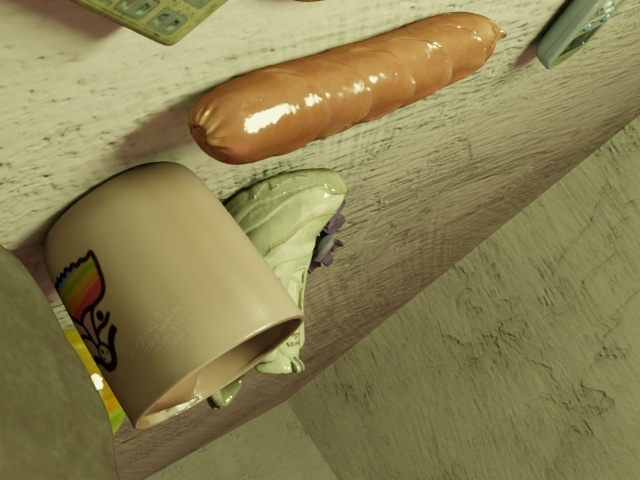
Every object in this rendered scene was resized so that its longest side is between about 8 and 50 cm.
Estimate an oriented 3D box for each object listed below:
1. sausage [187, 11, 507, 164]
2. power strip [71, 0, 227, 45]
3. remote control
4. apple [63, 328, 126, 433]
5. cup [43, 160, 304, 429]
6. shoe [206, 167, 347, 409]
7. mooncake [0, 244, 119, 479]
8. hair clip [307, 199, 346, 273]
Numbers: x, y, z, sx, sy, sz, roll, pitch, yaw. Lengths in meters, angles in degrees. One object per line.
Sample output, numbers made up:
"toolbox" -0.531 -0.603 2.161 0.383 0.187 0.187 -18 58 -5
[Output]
"sausage" 0.040 -0.156 1.061 0.433 0.088 0.088 -24 165 -40
"power strip" -0.117 -0.174 0.635 0.092 0.034 0.268 -36 169 12
"remote control" 0.358 -0.308 1.432 0.087 0.047 0.244 -32 169 -28
"apple" -0.297 0.187 1.305 0.147 0.163 0.146 -13 165 -30
"cup" -0.164 0.062 1.071 0.191 0.200 0.253 -25 164 -42
"shoe" -0.068 0.065 1.340 0.342 0.210 0.132 -40 168 24
"mooncake" -0.274 0.111 0.719 0.154 0.306 0.306 -36 169 15
"hair clip" -0.011 -0.010 1.553 0.137 0.090 0.278 -47 177 -2
